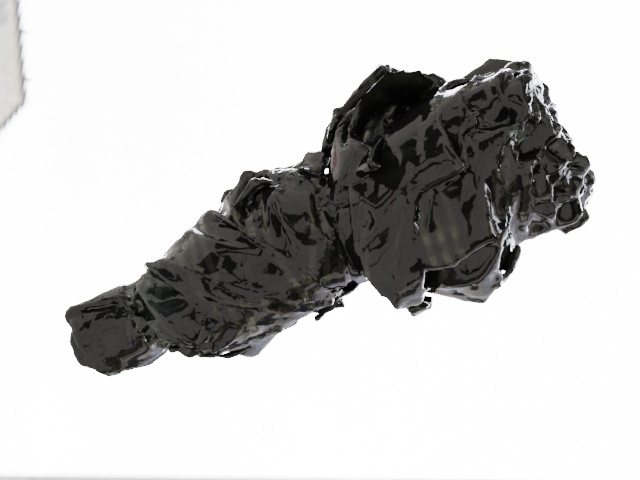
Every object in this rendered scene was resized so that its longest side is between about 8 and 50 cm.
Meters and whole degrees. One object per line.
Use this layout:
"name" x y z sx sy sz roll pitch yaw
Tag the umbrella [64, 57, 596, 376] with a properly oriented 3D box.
"umbrella" 0.008 0.009 0.866 0.336 0.128 0.154 -36 -81 17
